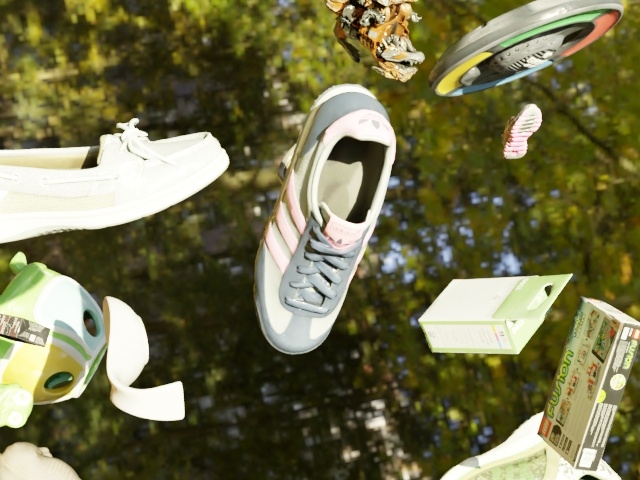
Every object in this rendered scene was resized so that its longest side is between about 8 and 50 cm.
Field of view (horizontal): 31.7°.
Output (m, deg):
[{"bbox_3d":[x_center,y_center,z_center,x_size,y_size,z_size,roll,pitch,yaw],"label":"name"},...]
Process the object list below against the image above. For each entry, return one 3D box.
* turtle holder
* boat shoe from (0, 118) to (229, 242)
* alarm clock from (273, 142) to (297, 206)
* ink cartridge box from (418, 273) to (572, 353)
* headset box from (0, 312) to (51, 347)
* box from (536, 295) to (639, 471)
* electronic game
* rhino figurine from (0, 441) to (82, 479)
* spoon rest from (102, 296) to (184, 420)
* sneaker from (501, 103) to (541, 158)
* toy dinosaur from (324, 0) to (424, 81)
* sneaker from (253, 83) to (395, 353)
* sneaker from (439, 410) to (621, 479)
[{"bbox_3d":[-0.508,0.179,2.006,0.243,0.227,0.320,-62,-177,2],"label":"turtle holder"},{"bbox_3d":[-0.258,-0.073,1.189,0.118,0.320,0.103,-92,172,-70],"label":"boat shoe"},{"bbox_3d":[0.019,-0.111,1.464,0.129,0.192,0.064,-13,-52,38],"label":"alarm clock"},{"bbox_3d":[0.255,0.105,1.598,0.209,0.109,0.062,-5,-62,44],"label":"ink cartridge box"},{"bbox_3d":[-0.452,0.131,1.668,0.083,0.062,0.032,8,-105,34],"label":"headset box"},{"bbox_3d":[0.357,0.189,1.505,0.114,0.036,0.207,-136,-120,-68],"label":"box"},{"bbox_3d":[0.229,-0.216,1.266,0.229,0.229,0.048,135,-64,-72],"label":"electronic game"},{"bbox_3d":[-0.312,0.335,1.432,0.243,0.073,0.106,32,-12,6],"label":"rhino figurine"},{"bbox_3d":[-0.273,0.172,1.592,0.276,0.084,0.137,-143,-132,-58],"label":"spoon rest"},{"bbox_3d":[0.323,-0.188,1.846,0.119,0.047,0.057,110,-25,-52],"label":"sneaker"},{"bbox_3d":[0.069,-0.416,1.829,0.322,0.164,0.218,43,-50,-2],"label":"toy dinosaur"},{"bbox_3d":[0.001,-0.004,1.219,0.131,0.112,0.319,-117,-143,-66],"label":"sneaker"},{"bbox_3d":[0.305,0.415,1.735,0.182,0.410,0.158,37,-34,38],"label":"sneaker"}]
